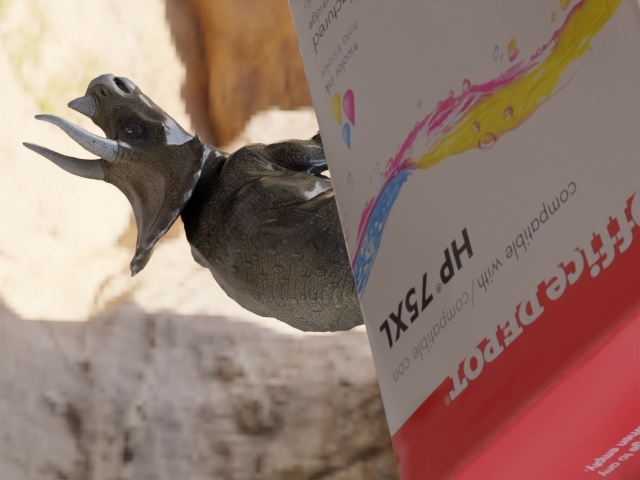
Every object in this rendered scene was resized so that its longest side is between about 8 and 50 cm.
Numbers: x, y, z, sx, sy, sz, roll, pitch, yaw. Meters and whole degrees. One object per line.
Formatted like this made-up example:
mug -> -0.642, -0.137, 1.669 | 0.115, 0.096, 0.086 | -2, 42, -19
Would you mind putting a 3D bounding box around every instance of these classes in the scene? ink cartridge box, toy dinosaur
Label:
ink cartridge box -> 0.071, -0.016, 0.439 | 0.134, 0.078, 0.231 | -52, -139, 44
toy dinosaur -> 0.000, 0.000, 0.912 | 0.160, 0.313, 0.121 | -31, 134, -33
